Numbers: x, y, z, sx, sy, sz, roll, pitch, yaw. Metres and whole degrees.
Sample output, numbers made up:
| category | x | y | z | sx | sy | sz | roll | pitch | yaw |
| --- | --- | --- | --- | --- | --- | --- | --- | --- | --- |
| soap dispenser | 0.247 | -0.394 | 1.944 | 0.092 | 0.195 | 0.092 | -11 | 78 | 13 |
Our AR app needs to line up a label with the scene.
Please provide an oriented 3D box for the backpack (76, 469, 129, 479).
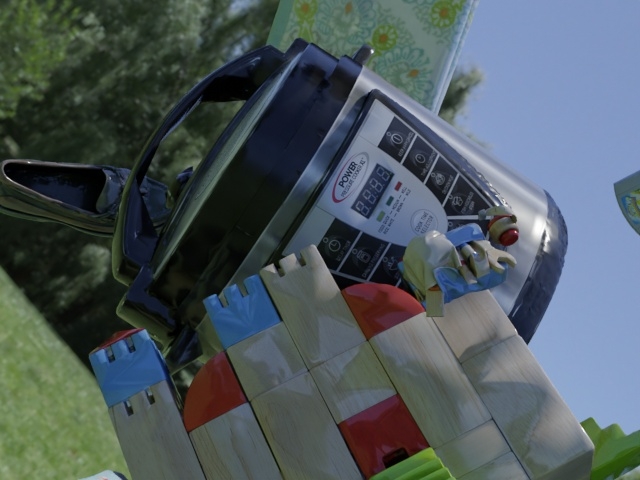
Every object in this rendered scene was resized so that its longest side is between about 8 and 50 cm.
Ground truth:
| category | x | y | z | sx | sy | sz | roll | pitch | yaw |
| --- | --- | --- | --- | --- | --- | --- | --- | --- | --- |
| backpack | -0.354 | 0.430 | 1.532 | 0.152 | 0.115 | 0.182 | 43 | 16 | 19 |

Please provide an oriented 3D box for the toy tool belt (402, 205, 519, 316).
| category | x | y | z | sx | sy | sz | roll | pitch | yaw |
| --- | --- | --- | --- | --- | --- | --- | --- | --- | --- |
| toy tool belt | 0.097 | 0.018 | 0.628 | 0.052 | 0.083 | 0.051 | 79 | -12 | -52 |

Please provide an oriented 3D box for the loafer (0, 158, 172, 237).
| category | x | y | z | sx | sy | sz | roll | pitch | yaw |
| --- | --- | --- | --- | --- | --- | --- | --- | --- | --- |
| loafer | -0.327 | -0.064 | 1.381 | 0.084 | 0.267 | 0.096 | 138 | -47 | -60 |

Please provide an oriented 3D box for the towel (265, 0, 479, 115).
| category | x | y | z | sx | sy | sz | roll | pitch | yaw |
| --- | --- | --- | --- | --- | --- | --- | --- | --- | --- |
| towel | 0.087 | -0.368 | 1.630 | 0.320 | 0.374 | 0.090 | 24 | 16 | 17 |

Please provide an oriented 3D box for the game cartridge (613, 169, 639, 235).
| category | x | y | z | sx | sy | sz | roll | pitch | yaw |
| --- | --- | --- | --- | --- | --- | --- | --- | --- | --- |
| game cartridge | 0.409 | -0.046 | 1.250 | 0.083 | 0.056 | 0.017 | 64 | 15 | 13 |

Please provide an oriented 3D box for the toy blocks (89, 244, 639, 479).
| category | x | y | z | sx | sy | sz | roll | pitch | yaw |
| --- | --- | --- | --- | --- | --- | --- | --- | --- | --- |
| toy blocks | 0.005 | 0.127 | 0.734 | 0.261 | 0.381 | 0.191 | 61 | -6 | 34 |

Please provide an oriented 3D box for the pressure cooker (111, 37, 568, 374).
| category | x | y | z | sx | sy | sz | roll | pitch | yaw |
| --- | --- | --- | --- | --- | --- | --- | --- | --- | --- |
| pressure cooker | -0.003 | 0.003 | 1.060 | 0.420 | 0.375 | 0.370 | 34 | 23 | -6 |
